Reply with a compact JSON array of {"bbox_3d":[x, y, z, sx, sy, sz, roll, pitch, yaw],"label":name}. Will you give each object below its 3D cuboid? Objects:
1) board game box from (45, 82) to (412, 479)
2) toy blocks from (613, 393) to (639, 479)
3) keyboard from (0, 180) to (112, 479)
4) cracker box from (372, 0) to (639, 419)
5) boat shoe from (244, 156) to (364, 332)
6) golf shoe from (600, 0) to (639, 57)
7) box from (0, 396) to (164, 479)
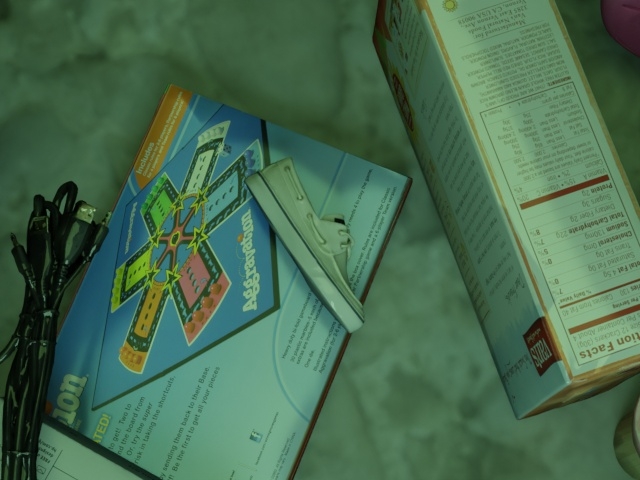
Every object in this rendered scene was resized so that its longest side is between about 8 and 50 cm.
[{"bbox_3d":[-0.069,0.069,0.810,0.145,0.027,0.281,22,78,3],"label":"board game box"},{"bbox_3d":[0.204,0.234,0.659,0.309,0.260,0.288,39,79,7],"label":"toy blocks"},{"bbox_3d":[-0.208,0.061,0.742,0.202,0.033,0.317,7,82,13],"label":"keyboard"},{"bbox_3d":[0.097,-0.034,0.770,0.067,0.155,0.232,-18,79,-6],"label":"cracker box"},{"bbox_3d":[0.000,0.000,0.796,0.035,0.035,0.100,-32,73,-5],"label":"boat shoe"},{"bbox_3d":[0.298,-0.154,0.835,0.306,0.115,0.140,0,67,-7],"label":"golf shoe"},{"bbox_3d":[-0.139,0.191,0.750,0.145,0.038,0.186,29,87,5],"label":"box"}]
